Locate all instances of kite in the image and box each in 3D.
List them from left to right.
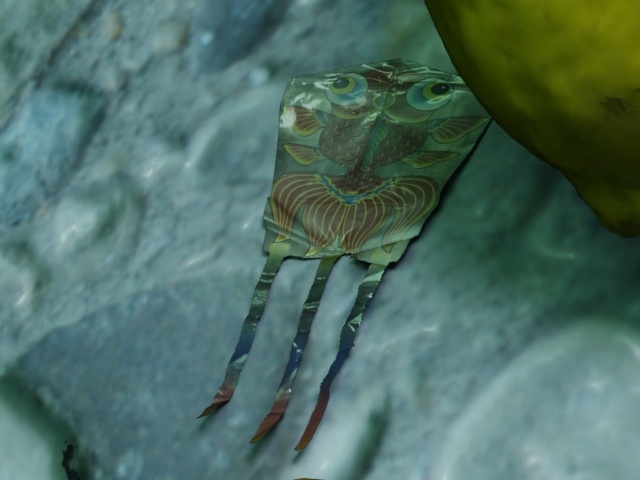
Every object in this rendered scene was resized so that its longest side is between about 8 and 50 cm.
[{"bbox_3d":[0.001,0.002,0.875,0.127,0.016,0.229,8,62,34],"label":"kite"}]

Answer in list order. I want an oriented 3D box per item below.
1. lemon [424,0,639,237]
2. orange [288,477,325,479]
[{"bbox_3d":[0.157,-0.168,0.731,0.285,0.285,0.316,16,69,34],"label":"lemon"},{"bbox_3d":[-0.006,0.143,0.748,0.085,0.085,0.085,-13,56,20],"label":"orange"}]
